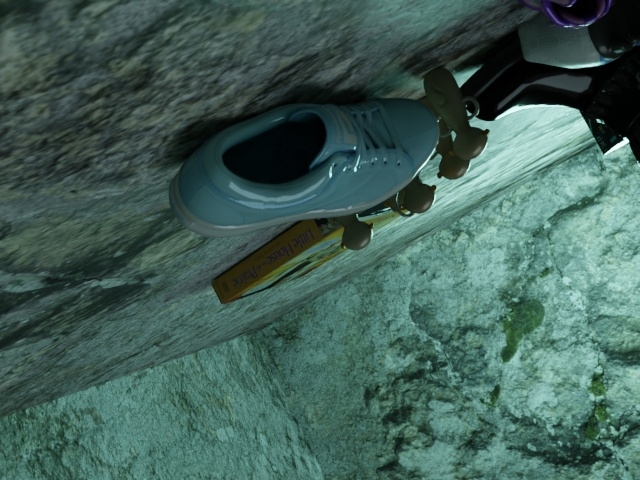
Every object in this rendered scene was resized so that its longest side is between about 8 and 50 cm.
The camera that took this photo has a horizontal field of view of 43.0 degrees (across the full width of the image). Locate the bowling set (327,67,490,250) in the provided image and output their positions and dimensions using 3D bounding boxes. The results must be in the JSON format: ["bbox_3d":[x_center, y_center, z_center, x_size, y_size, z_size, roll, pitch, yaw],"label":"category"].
[{"bbox_3d":[0.146,-0.116,1.176,0.287,0.154,0.200,-32,170,35],"label":"bowling set"}]

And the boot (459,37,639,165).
[{"bbox_3d":[0.384,-0.184,1.122,0.348,0.260,0.131,-27,173,-6],"label":"boot"}]

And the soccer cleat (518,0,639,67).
[{"bbox_3d":[0.378,-0.297,1.031,0.331,0.116,0.143,-26,-163,-38],"label":"soccer cleat"}]

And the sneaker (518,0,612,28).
[{"bbox_3d":[0.242,-0.253,0.804,0.095,0.105,0.236,-31,172,17],"label":"sneaker"}]

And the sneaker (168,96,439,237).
[{"bbox_3d":[0.014,-0.099,0.932,0.365,0.135,0.150,-24,174,-29],"label":"sneaker"}]

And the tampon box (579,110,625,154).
[{"bbox_3d":[0.551,-0.263,1.526,0.101,0.161,0.120,-28,173,5],"label":"tampon box"}]

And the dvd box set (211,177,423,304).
[{"bbox_3d":[0.000,0.000,1.771,0.420,0.062,0.307,-33,171,36],"label":"dvd box set"}]
